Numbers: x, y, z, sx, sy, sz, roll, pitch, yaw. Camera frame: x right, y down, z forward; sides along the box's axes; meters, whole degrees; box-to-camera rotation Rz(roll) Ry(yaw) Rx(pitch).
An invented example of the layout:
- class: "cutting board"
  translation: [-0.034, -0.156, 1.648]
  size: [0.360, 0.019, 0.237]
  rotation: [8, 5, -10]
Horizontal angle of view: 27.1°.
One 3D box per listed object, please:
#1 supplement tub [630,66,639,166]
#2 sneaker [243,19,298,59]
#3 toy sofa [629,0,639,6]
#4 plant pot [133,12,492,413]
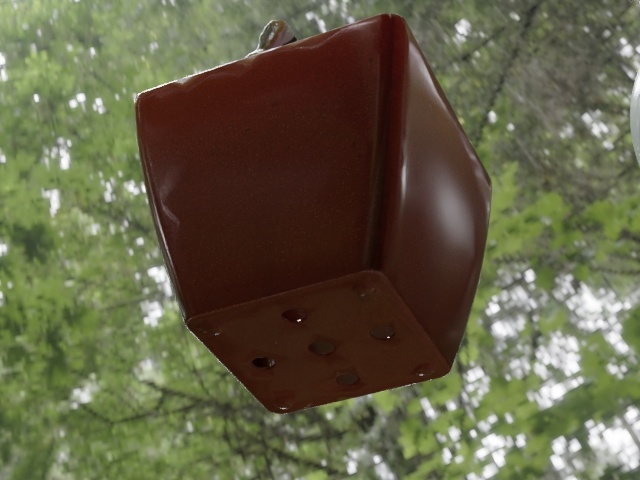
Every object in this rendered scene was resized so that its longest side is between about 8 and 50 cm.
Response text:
- class: "supplement tub"
  translation: [0.329, -0.066, 0.815]
  size: [0.228, 0.316, 0.228]
  rotation: [-1, -80, -4]
- class: "sneaker"
  translation: [-0.050, -0.169, 1.272]
  size: [0.083, 0.032, 0.037]
  rotation: [-54, -50, -7]
- class: "toy sofa"
  translation: [0.134, -0.329, 1.063]
  size: [0.362, 0.177, 0.150]
  rotation: [25, -102, 0]
- class: "plant pot"
  translation: [0.000, 0.000, 1.198]
  size: [0.267, 0.236, 0.267]
  rotation: [-16, -40, 19]
